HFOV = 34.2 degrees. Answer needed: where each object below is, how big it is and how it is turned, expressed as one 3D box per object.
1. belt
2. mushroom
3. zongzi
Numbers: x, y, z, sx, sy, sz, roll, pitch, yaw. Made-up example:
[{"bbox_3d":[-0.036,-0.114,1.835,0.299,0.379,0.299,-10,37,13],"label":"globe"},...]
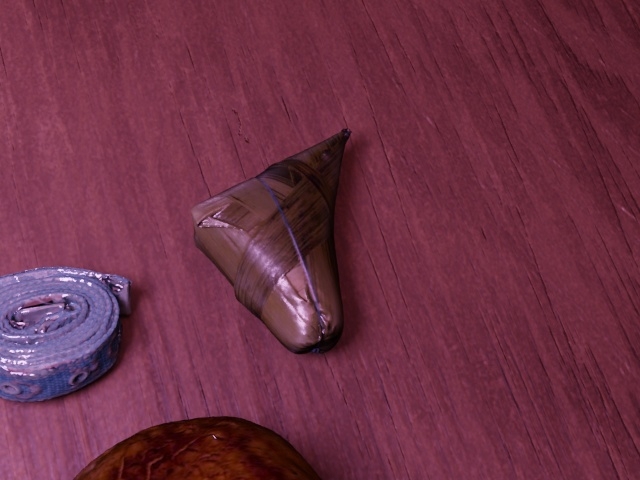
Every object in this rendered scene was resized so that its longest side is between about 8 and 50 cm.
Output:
[{"bbox_3d":[-0.297,0.102,1.117,0.163,0.082,0.148,10,52,-1],"label":"belt"},{"bbox_3d":[-0.119,0.316,0.954,0.345,0.345,0.239,-32,114,-23],"label":"mushroom"},{"bbox_3d":[0.000,0.000,1.203,0.242,0.112,0.221,-31,71,-23],"label":"zongzi"}]
